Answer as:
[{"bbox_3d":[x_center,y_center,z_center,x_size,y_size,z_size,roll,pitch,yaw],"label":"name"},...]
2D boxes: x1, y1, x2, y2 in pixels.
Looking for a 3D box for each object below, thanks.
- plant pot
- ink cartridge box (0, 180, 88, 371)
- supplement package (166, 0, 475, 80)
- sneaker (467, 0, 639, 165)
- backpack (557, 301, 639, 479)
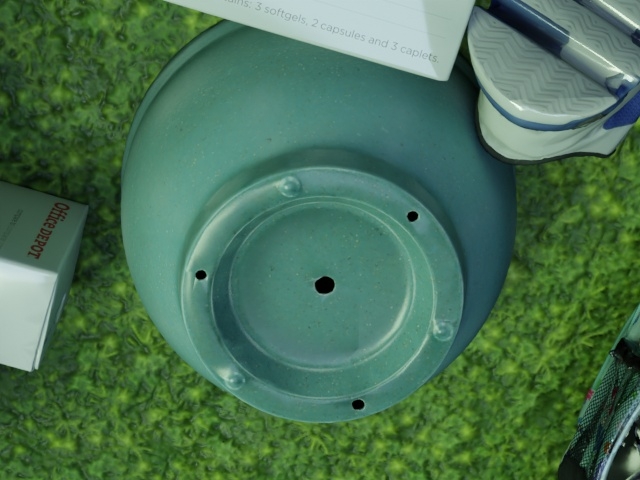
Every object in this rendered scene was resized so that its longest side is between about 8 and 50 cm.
[{"bbox_3d":[0.000,0.000,0.833,0.292,0.196,0.293,0,112,-1],"label":"plant pot"},{"bbox_3d":[-0.270,0.006,0.861,0.190,0.140,0.082,15,110,-8],"label":"ink cartridge box"},{"bbox_3d":[0.014,-0.264,0.721,0.199,0.198,0.263,15,111,-6],"label":"supplement package"},{"bbox_3d":[0.194,-0.161,0.803,0.127,0.182,0.315,42,73,10],"label":"sneaker"},{"bbox_3d":[0.313,0.113,0.884,0.225,0.191,0.254,20,106,-7],"label":"backpack"}]
